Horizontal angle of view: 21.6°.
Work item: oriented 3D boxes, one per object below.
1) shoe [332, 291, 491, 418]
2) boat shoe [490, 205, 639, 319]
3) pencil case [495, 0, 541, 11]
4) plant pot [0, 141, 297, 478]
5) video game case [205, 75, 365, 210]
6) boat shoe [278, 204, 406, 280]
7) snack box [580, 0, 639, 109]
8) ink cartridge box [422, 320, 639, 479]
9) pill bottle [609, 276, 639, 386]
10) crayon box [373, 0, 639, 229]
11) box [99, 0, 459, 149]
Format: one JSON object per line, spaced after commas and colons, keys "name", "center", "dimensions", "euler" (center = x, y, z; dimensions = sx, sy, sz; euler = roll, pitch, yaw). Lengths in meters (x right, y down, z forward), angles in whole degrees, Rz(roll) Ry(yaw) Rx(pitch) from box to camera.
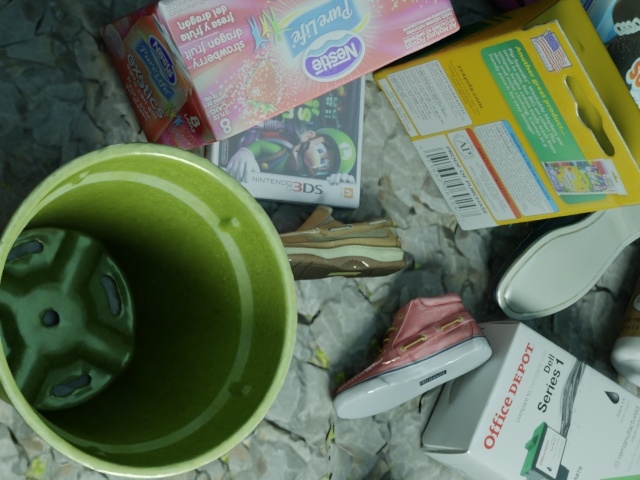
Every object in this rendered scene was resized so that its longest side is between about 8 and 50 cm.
{"name": "shoe", "center": [0.084, 0.118, 1.748], "dimensions": [0.178, 0.063, 0.081], "euler": [-23, 62, -9]}
{"name": "boat shoe", "center": [0.275, -0.008, 1.847], "dimensions": [0.254, 0.079, 0.095], "euler": [-43, 122, -16]}
{"name": "pencil case", "center": [0.253, -0.278, 1.852], "dimensions": [0.209, 0.095, 0.098], "euler": [36, 64, -20]}
{"name": "plant pot", "center": [-0.199, 0.065, 1.483], "dimensions": [0.276, 0.254, 0.276], "euler": [2, 85, -28]}
{"name": "video game case", "center": [-0.033, -0.134, 1.721], "dimensions": [0.173, 0.022, 0.190], "euler": [6, 83, -29]}
{"name": "boat shoe", "center": [0.000, 0.000, 1.712], "dimensions": [0.190, 0.068, 0.072], "euler": [2, 73, -38]}
{"name": "snack box", "center": [0.363, -0.199, 1.822], "dimensions": [0.322, 0.060, 0.187], "euler": [27, 94, -51]}
{"name": "ink cartridge box", "center": [0.239, 0.205, 1.804], "dimensions": [0.219, 0.092, 0.160], "euler": [32, 71, -24]}
{"name": "pill bottle", "center": [0.426, 0.058, 1.896], "dimensions": [0.131, 0.131, 0.229], "euler": [32, 72, -23]}
{"name": "crayon box", "center": [0.211, -0.125, 1.683], "dimensions": [0.083, 0.323, 0.203], "euler": [-37, 104, -26]}
{"name": "box", "center": [-0.037, -0.206, 1.625], "dimensions": [0.300, 0.154, 0.142], "euler": [-27, 99, -28]}
